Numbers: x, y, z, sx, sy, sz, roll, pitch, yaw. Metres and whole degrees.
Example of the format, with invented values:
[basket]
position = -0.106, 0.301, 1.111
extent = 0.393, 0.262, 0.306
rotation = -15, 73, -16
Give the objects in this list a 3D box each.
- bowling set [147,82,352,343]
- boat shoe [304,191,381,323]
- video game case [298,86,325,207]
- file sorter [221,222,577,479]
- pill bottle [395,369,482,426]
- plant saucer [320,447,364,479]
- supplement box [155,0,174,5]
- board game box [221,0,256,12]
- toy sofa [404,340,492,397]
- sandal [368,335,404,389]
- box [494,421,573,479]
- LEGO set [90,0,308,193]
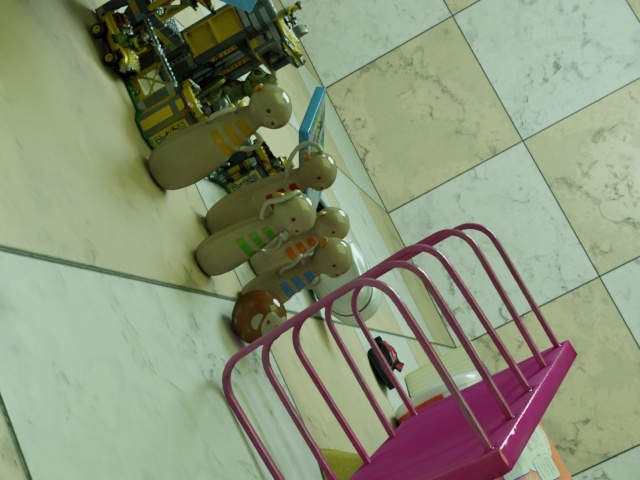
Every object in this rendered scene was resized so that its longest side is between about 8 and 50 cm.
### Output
[bowling set]
position = -0.031, 0.003, 0.912
extent = 0.287, 0.154, 0.200
rotation = 46, 18, -56
[boat shoe]
position = 0.000, 0.000, 1.272
extent = 0.088, 0.096, 0.268
rotation = 42, 20, -52
[video game case]
position = -0.012, -0.103, 1.189
extent = 0.119, 0.015, 0.166
rotation = -72, 168, -51
[file sorter]
position = 0.079, 0.112, 0.825
extent = 0.182, 0.202, 0.290
rotation = 60, 27, 4
[pill bottle]
position = 0.239, 0.352, 1.328
extent = 0.283, 0.161, 0.161
rotation = 66, 10, 21
[plant saucer]
position = 0.138, 0.397, 0.918
extent = 0.333, 0.081, 0.333
rotation = 52, 13, -46
[supplement box]
position = -0.178, -0.432, 1.249
extent = 0.129, 0.191, 0.194
rotation = 58, 10, -20
[board game box]
position = -0.200, -0.367, 0.823
extent = 0.301, 0.086, 0.308
rotation = 17, 34, -27
[toy sofa]
position = 0.306, 0.382, 1.633
extent = 0.363, 0.150, 0.177
rotation = 58, 9, -24
[sandal]
position = 0.112, 0.191, 1.472
extent = 0.067, 0.040, 0.179
rotation = 61, 10, -8
[box]
position = 0.239, 0.355, 1.147
extent = 0.300, 0.154, 0.142
rotation = 62, -28, 19
[LEGO set]
position = -0.093, -0.198, 1.032
extent = 0.255, 0.192, 0.331
rotation = 66, 10, 23
